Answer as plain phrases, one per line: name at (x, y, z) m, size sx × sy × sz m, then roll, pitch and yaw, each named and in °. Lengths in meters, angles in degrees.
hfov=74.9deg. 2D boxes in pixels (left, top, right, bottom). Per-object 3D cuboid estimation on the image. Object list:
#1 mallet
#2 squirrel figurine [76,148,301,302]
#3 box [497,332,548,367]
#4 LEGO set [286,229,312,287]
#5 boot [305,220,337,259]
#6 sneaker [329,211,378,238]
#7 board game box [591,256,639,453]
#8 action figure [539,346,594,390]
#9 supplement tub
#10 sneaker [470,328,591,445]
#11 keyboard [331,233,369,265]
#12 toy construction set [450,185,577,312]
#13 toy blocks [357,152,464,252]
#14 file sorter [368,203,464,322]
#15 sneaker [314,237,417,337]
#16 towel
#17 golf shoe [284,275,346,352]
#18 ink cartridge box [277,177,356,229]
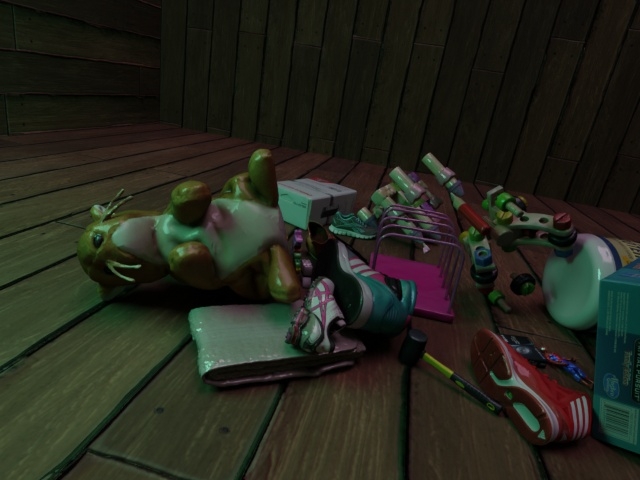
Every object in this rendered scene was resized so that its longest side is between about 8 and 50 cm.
mallet at (0.220, 0.218, 0.709) m, size 0.190 × 0.062 × 0.039 m, roll 25°, pitch 27°, yaw 36°
squirrel figurine at (-0.262, 0.010, 0.850) m, size 0.371 × 0.280 × 0.397 m, roll -11°, pitch -1°, yaw -10°
box at (0.405, 0.222, 0.844) m, size 0.067 × 0.018 × 0.083 m, roll 8°, pitch 20°, yaw -4°
LEGO set at (-0.078, 0.024, 1.052) m, size 0.087 × 0.093 × 0.227 m, roll 4°, pitch 21°, yaw -14°
boot at (0.000, 0.000, 1.069) m, size 0.197 × 0.073 × 0.152 m, roll 34°, pitch -12°, yaw 44°
sneaker at (0.114, -0.053, 1.371) m, size 0.167 × 0.076 × 0.065 m, roll 8°, pitch 21°, yaw -3°
board game box at (0.566, 0.164, 0.715) m, size 0.336 × 0.253 × 0.079 m, roll -9°, pitch 11°, yaw -41°
action figure at (0.480, 0.242, 0.812) m, size 0.038 × 0.030 × 0.115 m, roll -9°, pitch 25°, yaw -30°
supplement tub at (0.726, 0.114, 0.976) m, size 0.317 × 0.228 × 0.228 m, roll 8°, pitch 20°, yaw -2°
sneaker at (0.352, 0.243, 0.703) m, size 0.128 × 0.087 × 0.221 m, roll 12°, pitch 31°, yaw -17°
keyboard at (0.079, 0.039, 1.136) m, size 0.100 × 0.038 × 0.192 m, roll 34°, pitch 6°, yaw -16°
toy construction set at (0.403, -0.035, 0.986) m, size 0.309 × 0.257 × 0.237 m, roll 33°, pitch 20°, yaw -36°
toy blocks at (0.332, -0.096, 1.460) m, size 0.289 × 0.309 × 0.260 m, roll -29°, pitch 75°, yaw -43°
file sorter at (0.230, 0.035, 1.035) m, size 0.202 × 0.182 × 0.290 m, roll 11°, pitch 20°, yaw 7°
sneaker at (0.102, 0.097, 0.855) m, size 0.179 × 0.123 × 0.295 m, roll 22°, pitch 17°, yaw -21°
towel at (-0.079, 0.168, 0.733) m, size 0.283 × 0.049 × 0.187 m, roll 1°, pitch 20°, yaw -25°
golf shoe at (0.003, 0.129, 0.720) m, size 0.086 × 0.067 × 0.186 m, roll 21°, pitch 29°, yaw 4°
ink cartridge box at (-0.033, -0.139, 1.483) m, size 0.197 × 0.114 × 0.273 m, roll 24°, pitch 24°, yaw 32°
